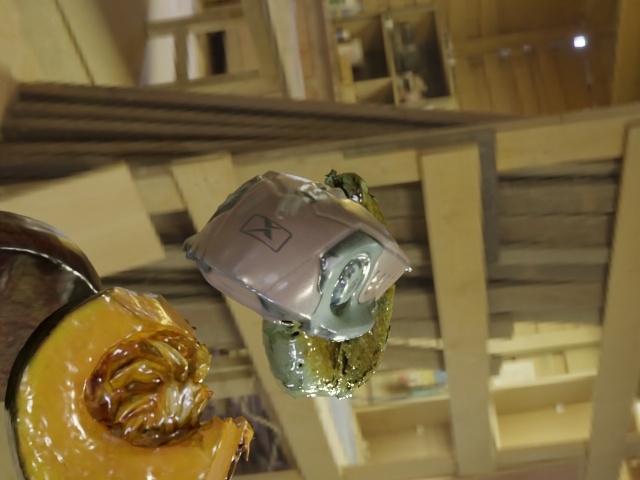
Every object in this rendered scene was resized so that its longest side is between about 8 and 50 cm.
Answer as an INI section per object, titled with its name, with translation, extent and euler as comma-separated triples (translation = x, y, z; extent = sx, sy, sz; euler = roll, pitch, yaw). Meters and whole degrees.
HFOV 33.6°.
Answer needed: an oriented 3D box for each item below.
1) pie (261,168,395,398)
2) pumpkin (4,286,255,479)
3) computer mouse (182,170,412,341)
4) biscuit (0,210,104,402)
[pie]
translation = 0.027, 0.084, 1.619
extent = 0.296, 0.078, 0.371
euler = 56, 45, -44
[pumpkin]
translation = -0.223, 0.210, 1.197
extent = 0.303, 0.256, 0.225
euler = 51, -6, 8
[computer mouse]
translation = 0.002, -0.005, 1.099
extent = 0.115, 0.199, 0.389
euler = -61, 165, 17
[biscuit]
translation = -0.479, 0.095, 1.347
extent = 0.407, 0.407, 0.091
euler = 76, -7, -59
